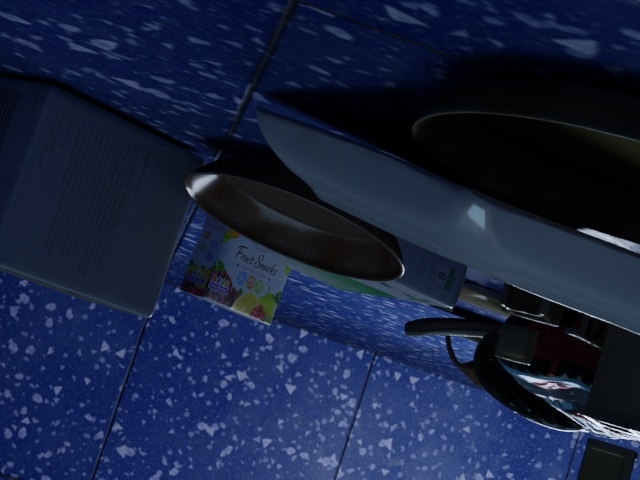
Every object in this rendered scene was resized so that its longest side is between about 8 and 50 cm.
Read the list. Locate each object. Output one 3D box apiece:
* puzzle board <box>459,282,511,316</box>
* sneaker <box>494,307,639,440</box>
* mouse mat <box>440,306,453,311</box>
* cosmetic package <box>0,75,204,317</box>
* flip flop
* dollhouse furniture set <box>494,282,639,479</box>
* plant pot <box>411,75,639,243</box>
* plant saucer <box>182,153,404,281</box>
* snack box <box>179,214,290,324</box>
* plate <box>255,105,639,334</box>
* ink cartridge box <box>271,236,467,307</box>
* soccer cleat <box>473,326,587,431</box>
[{"bbox_3d":[0.187,0.065,1.572,0.128,0.011,0.096,20,172,-14],"label":"puzzle board"},{"bbox_3d":[0.304,0.147,1.459,0.262,0.104,0.125,25,161,41],"label":"sneaker"},{"bbox_3d":[0.075,0.040,1.626,0.152,0.007,0.190,23,173,11],"label":"mouse mat"},{"bbox_3d":[-0.229,-0.039,1.245,0.151,0.151,0.183,13,172,44],"label":"cosmetic package"},{"bbox_3d":[0.237,0.157,1.867,0.277,0.080,0.112,20,173,-18],"label":"flip flop"},{"bbox_3d":[0.226,0.139,1.329,0.161,0.182,0.101,15,172,24],"label":"dollhouse furniture set"},{"bbox_3d":[0.164,-0.035,0.752,0.236,0.032,0.236,19,173,3],"label":"plant pot"},{"bbox_3d":[-0.017,-0.024,1.214,0.198,0.036,0.198,22,165,6],"label":"plant saucer"},{"bbox_3d":[-0.089,0.029,1.631,0.037,0.100,0.141,15,173,33],"label":"snack box"},{"bbox_3d":[0.119,0.001,0.899,0.278,0.045,0.277,21,-176,-30],"label":"plate"},{"bbox_3d":[0.000,0.000,1.381,0.224,0.056,0.181,22,172,-36],"label":"ink cartridge box"},{"bbox_3d":[0.325,0.167,1.594,0.318,0.109,0.116,10,172,16],"label":"soccer cleat"}]
